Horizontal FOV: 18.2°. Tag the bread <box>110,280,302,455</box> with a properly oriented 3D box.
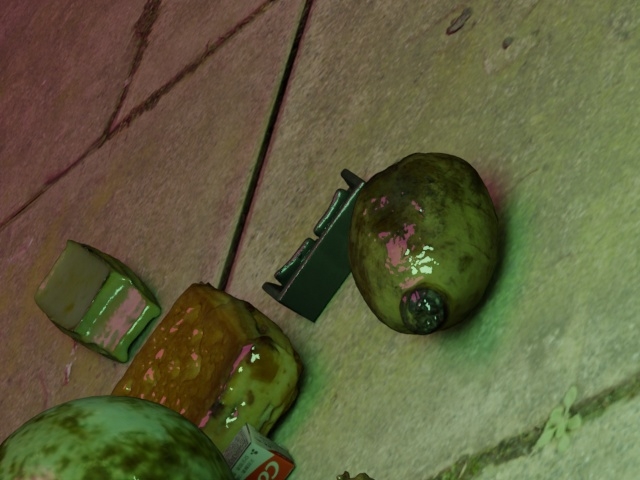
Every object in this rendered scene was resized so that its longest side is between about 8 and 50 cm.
[{"bbox_3d":[-0.112,0.156,1.940,0.210,0.099,0.235,-56,26,4],"label":"bread"}]

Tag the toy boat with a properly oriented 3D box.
[{"bbox_3d":[-0.279,0.067,2.416,0.111,0.084,0.276,-58,23,0],"label":"toy boat"}]

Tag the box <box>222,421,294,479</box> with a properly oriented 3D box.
[{"bbox_3d":[-0.109,0.271,1.825,0.218,0.055,0.039,-52,23,7],"label":"box"}]

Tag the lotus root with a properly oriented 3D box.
[{"bbox_3d":[0.086,0.012,1.700,0.138,0.138,0.214,-42,27,30],"label":"lotus root"}]

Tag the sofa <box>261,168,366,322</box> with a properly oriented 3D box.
[{"bbox_3d":[0.000,0.000,1.974,0.147,0.060,0.085,-55,22,2],"label":"sofa"}]

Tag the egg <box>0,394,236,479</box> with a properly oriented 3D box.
[{"bbox_3d":[-0.194,0.271,1.689,0.289,0.238,0.238,-60,22,-11],"label":"egg"}]

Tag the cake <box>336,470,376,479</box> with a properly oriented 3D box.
[{"bbox_3d":[0.022,0.274,1.453,0.135,0.134,0.147,-39,21,39],"label":"cake"}]
